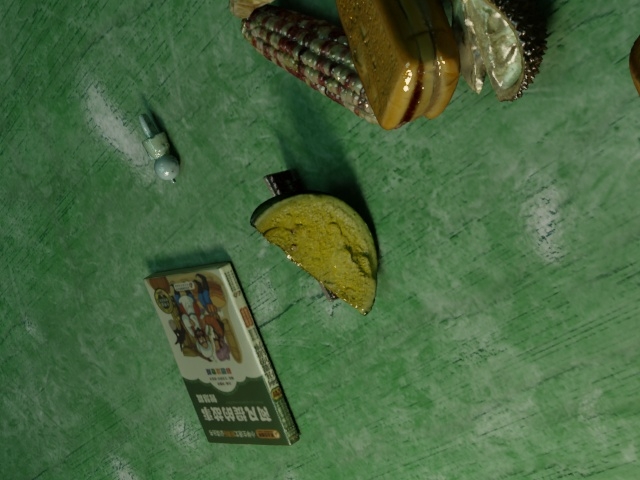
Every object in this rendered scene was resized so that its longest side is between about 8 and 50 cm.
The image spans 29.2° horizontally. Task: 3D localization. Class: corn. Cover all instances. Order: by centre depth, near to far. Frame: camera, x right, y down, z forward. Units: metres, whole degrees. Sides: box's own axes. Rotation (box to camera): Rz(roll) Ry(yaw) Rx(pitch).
[{"bbox_3d":[0.009,-0.190,1.292,0.237,0.079,0.080,34,134,36],"label":"corn"}]

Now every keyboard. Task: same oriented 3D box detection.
[{"bbox_3d":[-0.010,-0.008,1.432,0.017,0.055,0.166,-33,81,32],"label":"keyboard"}]

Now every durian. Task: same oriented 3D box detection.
[{"bbox_3d":[0.160,-0.199,1.111,0.110,0.071,0.140,9,135,53],"label":"durian"}]

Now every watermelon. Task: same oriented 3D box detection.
[{"bbox_3d":[-0.002,-0.004,1.396,0.181,0.092,0.075,37,172,-25],"label":"watermelon"}]

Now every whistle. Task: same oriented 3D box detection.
[{"bbox_3d":[-0.213,-0.121,1.614,0.035,0.035,0.100,-23,93,52],"label":"whistle"}]

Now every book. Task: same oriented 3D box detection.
[{"bbox_3d":[-0.140,0.162,1.710,0.202,0.027,0.264,-9,105,50],"label":"book"}]

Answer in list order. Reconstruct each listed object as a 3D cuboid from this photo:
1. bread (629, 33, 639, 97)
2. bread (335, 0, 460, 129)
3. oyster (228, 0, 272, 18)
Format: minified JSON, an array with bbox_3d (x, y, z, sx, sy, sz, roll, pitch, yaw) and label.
[{"bbox_3d":[0.347,-0.087,0.872,0.269,0.195,0.143,43,129,18],"label":"bread"},{"bbox_3d":[0.070,-0.208,1.168,0.116,0.077,0.200,96,160,-58],"label":"bread"},{"bbox_3d":[-0.029,-0.350,1.200,0.166,0.110,0.341,50,128,5],"label":"oyster"}]
